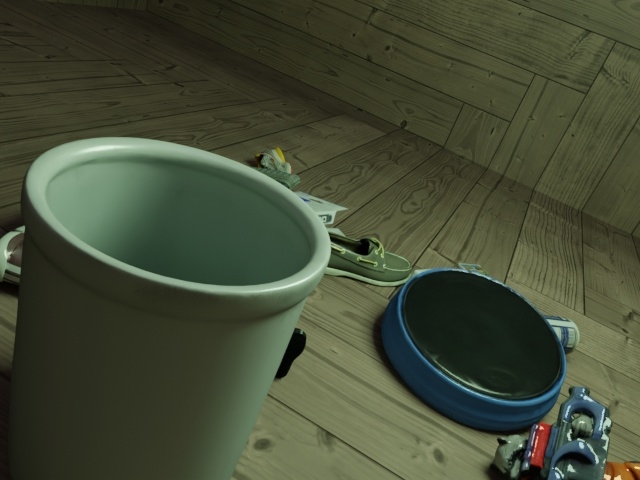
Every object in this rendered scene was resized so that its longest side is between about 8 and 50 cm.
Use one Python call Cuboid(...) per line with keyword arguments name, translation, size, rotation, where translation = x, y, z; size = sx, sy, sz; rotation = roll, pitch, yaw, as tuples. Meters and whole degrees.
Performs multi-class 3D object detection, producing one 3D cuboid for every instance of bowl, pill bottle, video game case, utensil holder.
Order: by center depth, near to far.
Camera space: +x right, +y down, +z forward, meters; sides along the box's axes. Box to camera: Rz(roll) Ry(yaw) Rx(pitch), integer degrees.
Cuboid(name="utensil holder", translation=(-0.204, 0.118, 0.690), size=(0.327, 0.386, 0.328), rotation=(18, 25, -9))
Cuboid(name="bowl", translation=(0.325, 0.206, 1.179), size=(0.391, 0.077, 0.391), rotation=(10, 38, -8))
Cuboid(name="pill bottle", translation=(0.538, 0.228, 1.366), size=(0.169, 0.094, 0.094), rotation=(10, 28, -26))
Cuboid(name="video game case", translation=(0.470, 0.108, 1.645), size=(0.087, 0.011, 0.122), rotation=(5, 30, -29))

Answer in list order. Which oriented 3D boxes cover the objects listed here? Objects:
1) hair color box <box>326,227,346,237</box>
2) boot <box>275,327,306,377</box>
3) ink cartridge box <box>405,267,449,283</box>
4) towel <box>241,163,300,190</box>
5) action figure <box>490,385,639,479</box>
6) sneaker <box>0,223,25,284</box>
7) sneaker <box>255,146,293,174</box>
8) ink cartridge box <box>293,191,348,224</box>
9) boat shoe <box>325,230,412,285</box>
Cuboid(name="hair color box", translation=(0.000, 0.000, 1.461), size=(0.141, 0.043, 0.072), rotation=(3, 31, -35))
Cuboid(name="boot", translation=(-0.058, 0.175, 1.001), size=(0.045, 0.121, 0.099), rotation=(19, 32, -11))
Cuboid(name="ink cartridge box", translation=(0.345, 0.156, 1.398), size=(0.181, 0.056, 0.225), rotation=(1, 37, -49))
Cuboid(name="towel", translation=(-0.254, -0.141, 1.488), size=(0.324, 0.056, 0.312), rotation=(13, 26, 14))
Cuboid(name="action figure", translation=(0.424, 0.432, 0.889), size=(0.330, 0.179, 0.341), rotation=(26, 53, 24))
Cuboid(name="sneaker", translation=(-0.468, 0.011, 1.044), size=(0.162, 0.106, 0.281), rotation=(25, 35, -5))
Cuboid(name="sneaker", translation=(-0.143, -0.209, 1.735), size=(0.092, 0.088, 0.225), rotation=(-12, 37, -17))
Cuboid(name="ink cartridge box", translation=(-0.067, -0.086, 1.522), size=(0.208, 0.045, 0.206), rotation=(-9, 24, -43))
Cuboid(name="boat shoe", translation=(0.106, 0.041, 1.406), size=(0.304, 0.091, 0.109), rotation=(11, 28, -21))
